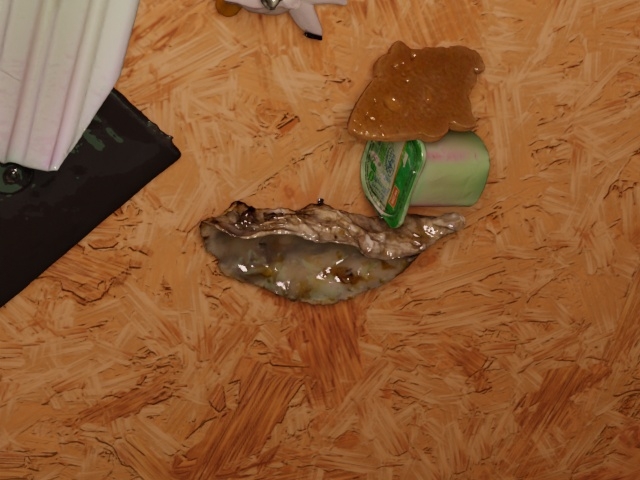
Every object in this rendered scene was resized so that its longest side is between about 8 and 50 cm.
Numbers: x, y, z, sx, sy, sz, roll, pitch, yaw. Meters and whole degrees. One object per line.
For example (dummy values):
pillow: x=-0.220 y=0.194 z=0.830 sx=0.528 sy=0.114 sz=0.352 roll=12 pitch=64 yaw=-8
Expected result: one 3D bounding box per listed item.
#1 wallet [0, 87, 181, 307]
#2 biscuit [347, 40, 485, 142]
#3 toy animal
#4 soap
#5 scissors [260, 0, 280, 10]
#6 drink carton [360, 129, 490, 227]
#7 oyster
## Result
wallet: x=-0.384 y=-0.067 z=1.774 sx=0.377 sy=0.051 sz=0.197 roll=-39 pitch=125 yaw=9
biscuit: x=0.132 y=-0.202 z=1.786 sx=0.250 sy=0.162 sz=0.035 roll=-30 pitch=166 yaw=-30
toy animal: x=-0.059 y=-0.312 z=1.673 sx=0.127 sy=0.182 sz=0.131 roll=44 pitch=104 yaw=6
soap: x=-0.343 y=-0.267 z=1.581 sx=0.208 sy=0.115 sz=0.346 roll=10 pitch=115 yaw=-19
scissors: x=-0.073 y=-0.424 z=1.551 sx=0.138 sy=0.041 sz=0.289 roll=-7 pitch=96 yaw=-14
drink carton: x=0.157 y=-0.108 z=1.873 sx=0.142 sy=0.144 sz=0.146 roll=-2 pitch=126 yaw=-28
oyster: x=0.006 y=0.014 z=1.936 sx=0.396 sy=0.111 sz=0.204 roll=3 pitch=147 yaw=-15
